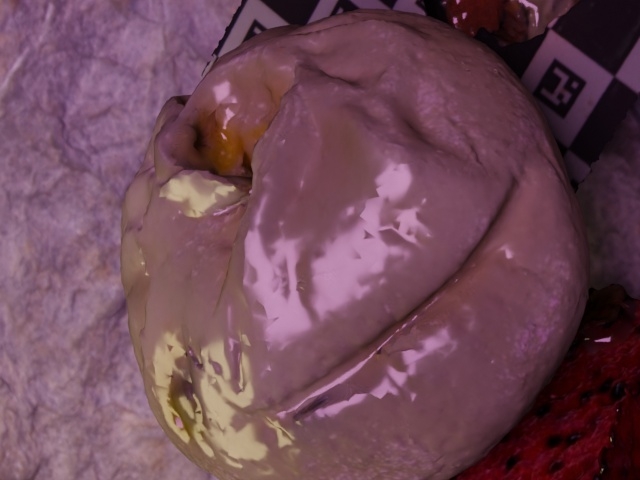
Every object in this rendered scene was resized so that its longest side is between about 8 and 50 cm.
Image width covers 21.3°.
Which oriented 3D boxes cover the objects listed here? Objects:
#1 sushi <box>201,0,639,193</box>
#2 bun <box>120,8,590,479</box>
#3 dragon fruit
[{"bbox_3d":[0.111,-0.175,1.296,0.343,0.064,0.359,42,114,28],"label":"sushi"},{"bbox_3d":[0.000,0.000,1.173,0.365,0.219,0.365,-17,62,34],"label":"bun"},{"bbox_3d":[0.127,0.175,1.214,0.330,0.240,0.302,0,73,20],"label":"dragon fruit"}]
